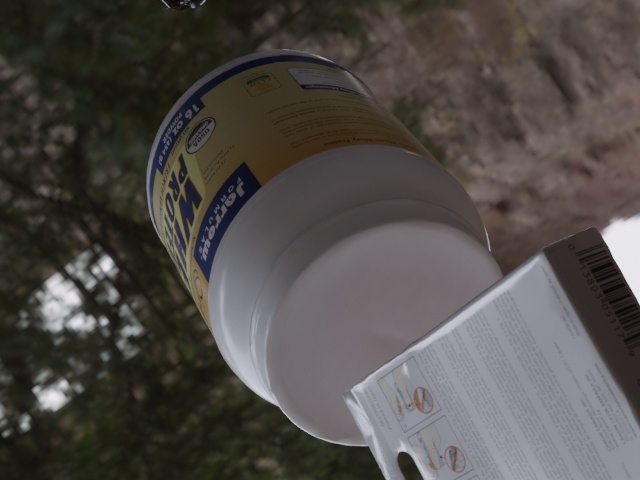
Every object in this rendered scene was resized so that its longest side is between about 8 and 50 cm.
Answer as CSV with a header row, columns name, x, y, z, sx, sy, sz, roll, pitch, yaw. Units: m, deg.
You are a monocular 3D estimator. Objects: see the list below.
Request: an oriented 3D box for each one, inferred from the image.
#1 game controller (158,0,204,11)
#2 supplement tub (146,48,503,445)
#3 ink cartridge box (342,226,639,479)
name,x,y,z,sx,sy,sz,roll,pitch,yaw
game controller,-0.040,-0.335,1.430,0.067,0.319,0.166,46,-178,1
supplement tub,0.000,0.000,1.275,0.228,0.228,0.316,34,-169,-32
ink cartridge box,0.131,0.125,0.985,0.066,0.232,0.189,-20,-104,-35
